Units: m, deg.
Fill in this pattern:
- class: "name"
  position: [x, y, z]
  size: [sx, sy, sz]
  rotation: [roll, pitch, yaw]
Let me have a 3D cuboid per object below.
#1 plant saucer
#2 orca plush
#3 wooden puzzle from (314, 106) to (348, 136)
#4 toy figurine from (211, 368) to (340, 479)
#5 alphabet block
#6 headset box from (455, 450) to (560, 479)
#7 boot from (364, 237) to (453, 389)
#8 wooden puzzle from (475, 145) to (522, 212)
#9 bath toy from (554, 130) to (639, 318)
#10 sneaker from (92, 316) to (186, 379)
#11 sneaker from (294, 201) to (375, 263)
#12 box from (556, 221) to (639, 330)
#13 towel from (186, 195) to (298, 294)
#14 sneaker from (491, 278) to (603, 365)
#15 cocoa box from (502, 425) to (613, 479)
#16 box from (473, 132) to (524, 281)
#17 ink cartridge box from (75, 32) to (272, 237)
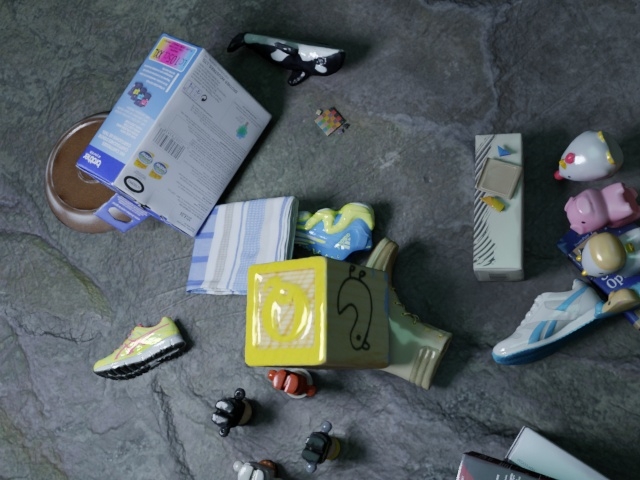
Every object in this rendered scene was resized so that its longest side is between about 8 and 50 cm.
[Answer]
- class: "plant saucer"
  position: [-0.522, -0.170, 1.814]
  size: [0.310, 0.050, 0.311]
  rotation: [-4, 74, 13]
- class: "orca plush"
  position: [-0.078, -0.397, 1.731]
  size: [0.287, 0.151, 0.102]
  rotation: [12, 109, 15]
- class: "wooden puzzle"
  position: [0.021, -0.263, 1.713]
  size: [0.049, 0.006, 0.083]
  rotation: [-39, 69, 2]
- class: "toy figurine"
  position: [-0.085, 0.365, 1.497]
  size: [0.213, 0.148, 0.210]
  rotation: [-28, 75, 4]
- class: "alphabet block"
  position: [-0.005, 0.141, 1.423]
  size: [0.193, 0.197, 0.193]
  rotation: [-10, 75, 38]
- class: "headset box"
  position: [0.298, 0.451, 1.131]
  size: [0.293, 0.110, 0.218]
  rotation: [14, 82, 20]
- class: "boot"
  position: [0.165, 0.141, 1.507]
  size: [0.203, 0.095, 0.262]
  rotation: [17, 86, 20]
- class: "wooden puzzle"
  position: [0.338, -0.117, 1.465]
  size: [0.078, 0.014, 0.116]
  rotation: [27, 84, 18]
- class: "bath toy"
  position: [0.516, -0.037, 1.418]
  size: [0.129, 0.151, 0.349]
  rotation: [-29, 60, 39]
- class: "sneaker"
  position: [-0.391, 0.230, 1.654]
  size: [0.208, 0.081, 0.094]
  rotation: [-23, 63, 1]
- class: "sneaker"
  position: [0.000, 0.000, 1.601]
  size: [0.240, 0.091, 0.126]
  rotation: [-13, 78, 17]
- class: "box"
  position: [0.572, 0.041, 1.462]
  size: [0.136, 0.036, 0.225]
  rotation: [-41, 67, 1]
- class: "towel"
  position: [-0.168, 0.013, 1.617]
  size: [0.284, 0.034, 0.209]
  rotation: [-3, 72, 39]
- class: "sneaker"
  position: [0.419, 0.158, 1.450]
  size: [0.228, 0.087, 0.092]
  rotation: [-28, 63, -1]
- class: "cocoa box"
  position: [0.432, 0.497, 1.263]
  size: [0.347, 0.231, 0.228]
  rotation: [31, 86, 21]
- class: "box"
  position: [0.351, -0.063, 1.512]
  size: [0.094, 0.113, 0.275]
  rotation: [-1, 73, 16]
- class: "ink cartridge box"
  position: [-0.318, -0.190, 1.635]
  size: [0.151, 0.270, 0.396]
  rotation: [26, 81, 38]
